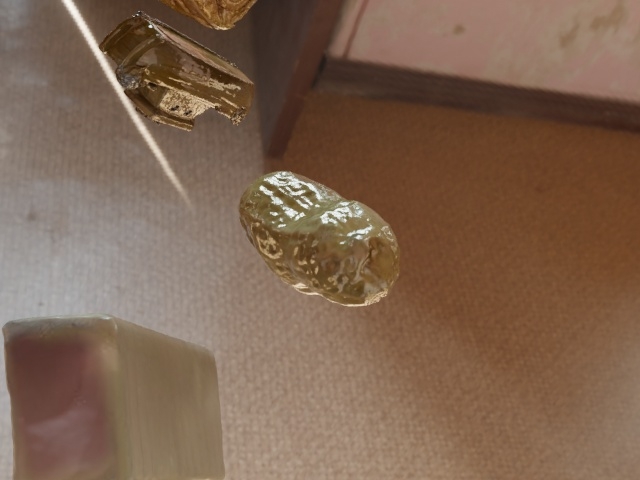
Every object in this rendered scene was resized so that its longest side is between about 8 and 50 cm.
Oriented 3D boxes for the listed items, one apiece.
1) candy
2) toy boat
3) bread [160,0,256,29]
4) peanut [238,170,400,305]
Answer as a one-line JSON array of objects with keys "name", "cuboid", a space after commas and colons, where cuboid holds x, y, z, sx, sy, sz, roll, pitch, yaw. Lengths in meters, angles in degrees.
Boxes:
[{"name": "candy", "cuboid": [-0.233, 0.207, 1.208, 0.145, 0.359, 0.208, -12, 74, 11]}, {"name": "toy boat", "cuboid": [-0.195, -0.216, 1.419, 0.089, 0.121, 0.321, 42, 11, 23]}, {"name": "bread", "cuboid": [-0.131, -0.329, 1.086, 0.143, 0.158, 0.149, 34, 83, 19]}, {"name": "peanut", "cuboid": [0.003, 0.005, 1.340, 0.143, 0.159, 0.291, -47, 36, -10]}]
